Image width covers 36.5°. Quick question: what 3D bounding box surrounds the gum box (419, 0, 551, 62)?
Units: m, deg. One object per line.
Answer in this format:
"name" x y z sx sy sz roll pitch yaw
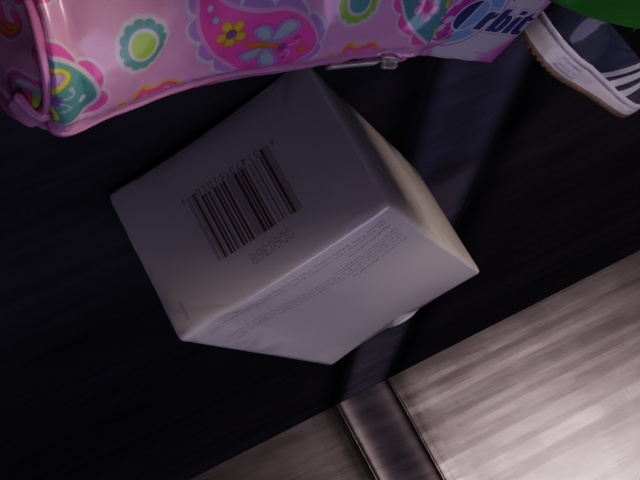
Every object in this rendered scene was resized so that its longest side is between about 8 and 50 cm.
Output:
"gum box" 0.106 -0.197 0.735 0.188 0.062 0.107 -7 152 -48

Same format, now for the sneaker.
"sneaker" 0.312 -0.211 0.944 0.153 0.099 0.282 -37 157 28

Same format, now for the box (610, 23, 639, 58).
"box" 0.236 -0.199 0.657 0.183 0.231 0.056 -13 153 -41

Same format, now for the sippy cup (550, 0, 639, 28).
"sippy cup" 0.189 -0.262 0.471 0.240 0.305 0.224 13 153 13

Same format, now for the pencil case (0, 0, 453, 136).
"pencil case" -0.050 -0.142 0.559 0.284 0.124 0.124 -17 158 -30

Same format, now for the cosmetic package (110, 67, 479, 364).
"cosmetic package" 0.000 0.000 0.957 0.217 0.156 0.385 -32 162 10
